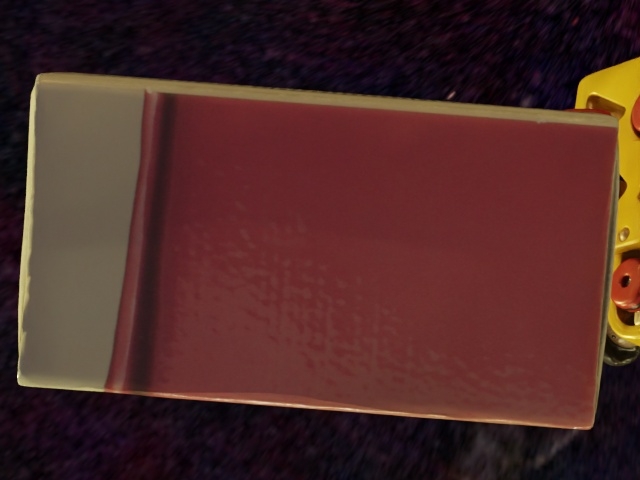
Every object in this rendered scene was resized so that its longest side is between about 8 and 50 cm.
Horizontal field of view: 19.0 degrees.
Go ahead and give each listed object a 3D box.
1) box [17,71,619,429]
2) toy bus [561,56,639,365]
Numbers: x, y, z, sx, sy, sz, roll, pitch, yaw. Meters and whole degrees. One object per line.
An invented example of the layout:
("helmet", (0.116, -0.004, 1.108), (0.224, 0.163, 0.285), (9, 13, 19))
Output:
("box", (0.000, 0.000, 0.809), (0.232, 0.148, 0.127), (4, 95, 2))
("toy bus", (0.181, 0.001, 1.050), (0.104, 0.202, 0.191), (-16, 102, 53))
